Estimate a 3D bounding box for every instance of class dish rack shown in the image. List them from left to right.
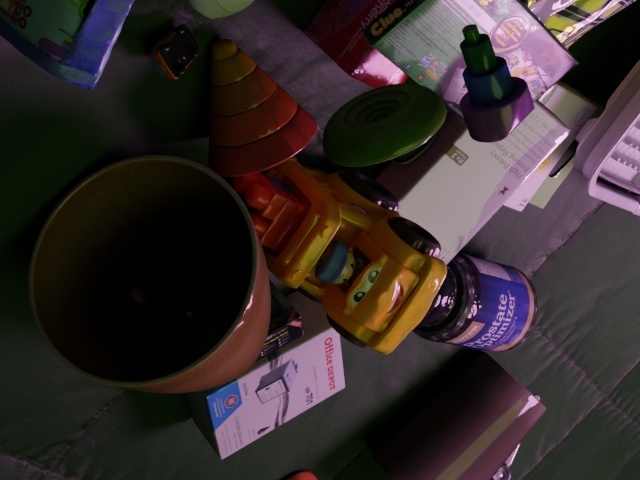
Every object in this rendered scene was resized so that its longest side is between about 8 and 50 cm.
[{"bbox_3d":[0.458,-0.174,1.842,0.285,0.072,0.333,-53,155,14],"label":"dish rack"}]

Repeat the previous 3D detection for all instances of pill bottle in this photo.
[{"bbox_3d":[0.182,0.078,1.842,0.219,0.123,0.123,13,117,-48],"label":"pill bottle"}]

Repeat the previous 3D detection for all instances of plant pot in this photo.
[{"bbox_3d":[-0.149,0.067,1.472,0.237,0.237,0.254,-40,158,-3],"label":"plant pot"}]

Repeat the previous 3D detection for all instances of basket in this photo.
[{"bbox_3d":[0.213,0.289,2.067,0.227,0.154,0.204,-47,149,0],"label":"basket"}]

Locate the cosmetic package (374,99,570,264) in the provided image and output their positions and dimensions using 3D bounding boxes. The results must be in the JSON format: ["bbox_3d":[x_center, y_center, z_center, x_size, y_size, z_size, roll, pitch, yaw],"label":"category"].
[{"bbox_3d":[0.170,-0.089,1.659,0.117,0.085,0.231,34,104,-29],"label":"cosmetic package"}]

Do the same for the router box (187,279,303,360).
[{"bbox_3d":[-0.094,0.098,1.636,0.122,0.092,0.038,-28,142,-19],"label":"router box"}]

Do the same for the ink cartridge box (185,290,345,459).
[{"bbox_3d":[-0.071,0.164,1.733,0.190,0.082,0.140,-27,141,-17],"label":"ink cartridge box"}]

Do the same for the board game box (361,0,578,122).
[{"bbox_3d":[0.162,-0.200,1.449,0.136,0.030,0.259,-38,146,16],"label":"board game box"}]

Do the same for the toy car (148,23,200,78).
[{"bbox_3d":[-0.169,-0.201,1.331,0.040,0.060,0.122,-13,140,37],"label":"toy car"}]

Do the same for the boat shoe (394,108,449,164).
[{"bbox_3d":[0.122,-0.149,1.624,0.133,0.049,0.042,-52,140,7],"label":"boat shoe"}]

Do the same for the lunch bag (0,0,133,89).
[{"bbox_3d":[-0.195,-0.268,1.007,0.138,0.293,0.221,7,122,-45],"label":"lunch bag"}]

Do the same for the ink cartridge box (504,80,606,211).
[{"bbox_3d":[0.292,-0.118,1.808,0.235,0.056,0.171,18,113,-48],"label":"ink cartridge box"}]

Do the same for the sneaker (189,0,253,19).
[{"bbox_3d":[-0.014,-0.316,1.246,0.114,0.152,0.305,17,116,-52],"label":"sneaker"}]

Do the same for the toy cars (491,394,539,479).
[{"bbox_3d":[0.230,0.398,2.228,0.176,0.087,0.394,-60,175,-62],"label":"toy cars"}]

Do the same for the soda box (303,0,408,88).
[{"bbox_3d":[0.103,-0.285,1.432,0.083,0.092,0.263,17,114,-51],"label":"soda box"}]

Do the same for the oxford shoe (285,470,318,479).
[{"bbox_3d":[-0.006,0.453,2.065,0.097,0.098,0.271,-32,142,-13],"label":"oxford shoe"}]

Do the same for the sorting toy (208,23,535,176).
[{"bbox_3d":[0.023,-0.153,1.354,0.127,0.365,0.126,-53,130,-44],"label":"sorting toy"}]

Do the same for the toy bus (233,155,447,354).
[{"bbox_3d":[0.000,0.000,1.529,0.211,0.220,0.149,24,106,-44],"label":"toy bus"}]

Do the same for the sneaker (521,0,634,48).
[{"bbox_3d":[0.280,-0.296,1.566,0.384,0.145,0.147,-22,147,-10],"label":"sneaker"}]
